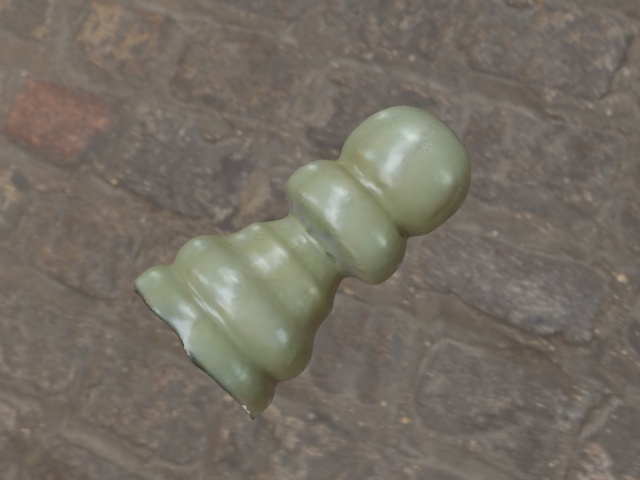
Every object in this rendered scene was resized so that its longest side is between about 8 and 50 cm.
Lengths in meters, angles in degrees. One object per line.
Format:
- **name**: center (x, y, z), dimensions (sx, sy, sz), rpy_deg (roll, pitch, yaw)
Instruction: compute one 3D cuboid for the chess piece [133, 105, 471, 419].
- **chess piece**: center (0.000, 0.000, 1.284), dimensions (0.330, 0.182, 0.182), rpy_deg (-41, 61, -4)
